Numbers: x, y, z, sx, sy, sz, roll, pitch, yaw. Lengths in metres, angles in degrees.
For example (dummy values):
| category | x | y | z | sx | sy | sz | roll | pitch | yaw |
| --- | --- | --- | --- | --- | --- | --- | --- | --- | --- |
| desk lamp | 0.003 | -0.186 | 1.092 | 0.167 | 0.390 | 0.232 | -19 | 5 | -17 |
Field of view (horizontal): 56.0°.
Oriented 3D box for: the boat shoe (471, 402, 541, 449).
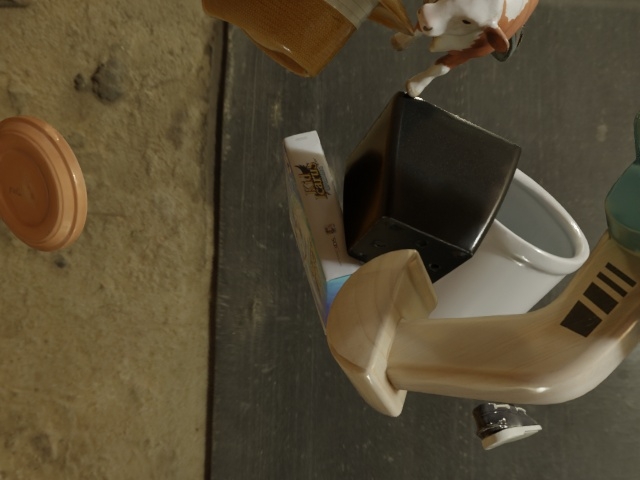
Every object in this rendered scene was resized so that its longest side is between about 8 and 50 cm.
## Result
| category | x | y | z | sx | sy | sz | roll | pitch | yaw |
| --- | --- | --- | --- | --- | --- | --- | --- | --- | --- |
| boat shoe | 0.178 | 0.175 | 0.581 | 0.046 | 0.125 | 0.038 | -34 | 62 | 25 |

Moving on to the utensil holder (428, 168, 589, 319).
| category | x | y | z | sx | sy | sz | roll | pitch | yaw |
| --- | --- | --- | --- | --- | --- | --- | --- | --- | --- |
| utensil holder | 0.279 | 0.058 | 1.221 | 0.327 | 0.327 | 0.386 | 36 | 121 | 4 |

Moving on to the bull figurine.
| category | x | y | z | sx | sy | sz | roll | pitch | yaw |
| --- | --- | --- | --- | --- | --- | --- | --- | --- | --- |
| bull figurine | 0.180 | -0.273 | 0.701 | 0.101 | 0.188 | 0.310 | 52 | 54 | -12 |

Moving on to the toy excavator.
| category | x | y | z | sx | sy | sz | roll | pitch | yaw |
| --- | --- | --- | --- | --- | --- | --- | --- | --- | --- |
| toy excavator | 0.274 | 0.018 | 0.452 | 0.445 | 0.222 | 0.432 | -44 | 42 | -17 |

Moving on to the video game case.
| category | x | y | z | sx | sy | sz | roll | pitch | yaw |
| --- | --- | --- | --- | --- | --- | --- | --- | --- | --- |
| video game case | 0.000 | 0.000 | 0.985 | 0.061 | 0.270 | 0.245 | -16 | 66 | -7 |

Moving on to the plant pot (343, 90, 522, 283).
| category | x | y | z | sx | sy | sz | roll | pitch | yaw |
| --- | --- | --- | --- | --- | --- | --- | --- | --- | --- |
| plant pot | 0.130 | -0.050 | 0.804 | 0.188 | 0.187 | 0.167 | 23 | 60 | -10 |

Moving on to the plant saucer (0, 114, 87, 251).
| category | x | y | z | sx | sy | sz | roll | pitch | yaw |
| --- | --- | --- | --- | --- | --- | --- | --- | --- | --- |
| plant saucer | -0.175 | -0.033 | 0.363 | 0.083 | 0.013 | 0.084 | 10 | 111 | 27 |

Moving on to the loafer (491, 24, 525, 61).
| category | x | y | z | sx | sy | sz | roll | pitch | yaw |
| --- | --- | --- | --- | --- | --- | --- | --- | --- | --- |
| loafer | 0.394 | -0.469 | 1.237 | 0.084 | 0.267 | 0.096 | -37 | 68 | 1 |

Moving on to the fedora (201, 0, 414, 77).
| category | x | y | z | sx | sy | sz | roll | pitch | yaw |
| --- | --- | --- | --- | --- | --- | --- | --- | --- | --- |
| fedora | -0.027 | -0.170 | 0.416 | 0.194 | 0.194 | 0.079 | 36 | 103 | 4 |
